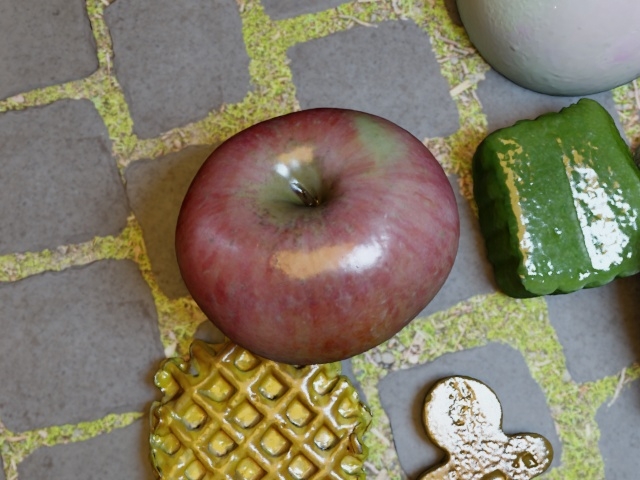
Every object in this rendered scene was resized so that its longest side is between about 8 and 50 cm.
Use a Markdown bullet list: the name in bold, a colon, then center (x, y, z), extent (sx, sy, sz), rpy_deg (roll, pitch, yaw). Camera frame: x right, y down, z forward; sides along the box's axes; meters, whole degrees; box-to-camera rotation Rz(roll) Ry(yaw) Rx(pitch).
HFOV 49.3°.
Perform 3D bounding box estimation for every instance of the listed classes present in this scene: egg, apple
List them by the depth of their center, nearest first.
- **apple**: center (0.000, 0.000, 0.875), extent (0.344, 0.269, 0.345), rpy_deg (-3, 59, 6)
- **egg**: center (0.362, -0.397, 0.889), extent (0.354, 0.340, 0.355), rpy_deg (0, 82, 2)

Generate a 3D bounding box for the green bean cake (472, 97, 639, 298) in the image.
- **green bean cake**: center (0.328, -0.055, 0.947), extent (0.222, 0.125, 0.248), rpy_deg (-14, 84, -4)

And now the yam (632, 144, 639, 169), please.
- **yam**: center (0.597, -0.072, 0.975), extent (0.317, 0.067, 0.071), rpy_deg (22, 69, 2)

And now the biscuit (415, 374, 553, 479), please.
- **biscuit**: center (0.220, 0.325, 0.927), extent (0.196, 0.049, 0.302), rpy_deg (-19, 82, -7)

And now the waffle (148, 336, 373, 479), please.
- **waffle**: center (-0.079, 0.267, 0.927), extent (0.302, 0.068, 0.325), rpy_deg (-2, 83, 0)
